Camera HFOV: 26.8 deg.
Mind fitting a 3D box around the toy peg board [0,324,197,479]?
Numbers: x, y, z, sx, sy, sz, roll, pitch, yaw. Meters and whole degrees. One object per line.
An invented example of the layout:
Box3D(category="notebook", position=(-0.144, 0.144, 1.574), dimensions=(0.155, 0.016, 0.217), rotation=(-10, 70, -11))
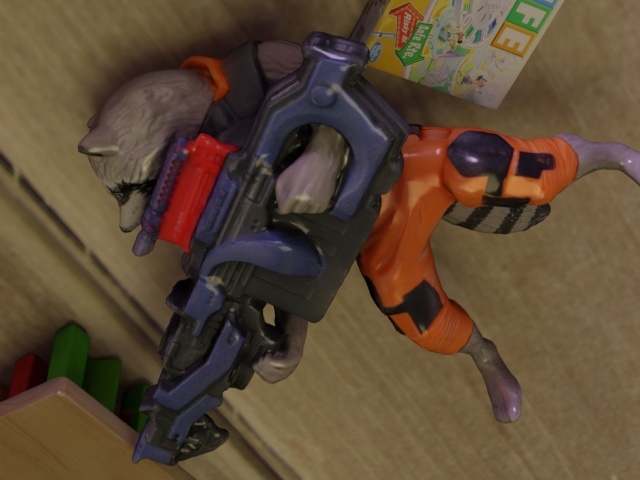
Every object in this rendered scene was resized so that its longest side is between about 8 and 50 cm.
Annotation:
Box3D(category="toy peg board", position=(-0.182, 0.144, 0.938), dimensions=(0.161, 0.079, 0.161), rotation=(-24, 130, 25))

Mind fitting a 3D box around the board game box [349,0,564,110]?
Box3D(category="board game box", position=(0.097, -0.160, 0.798), dimensions=(0.103, 0.026, 0.154), rotation=(15, 121, -25))

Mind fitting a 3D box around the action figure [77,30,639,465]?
Box3D(category="action figure", position=(0.000, 0.000, 0.831), dimensions=(0.330, 0.178, 0.341), rotation=(22, 128, -19))
